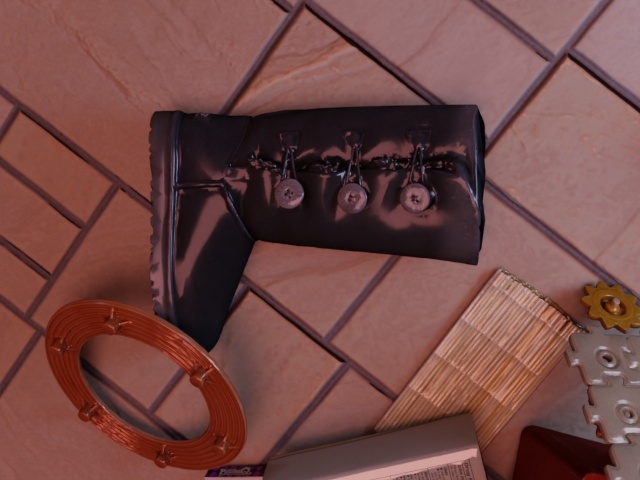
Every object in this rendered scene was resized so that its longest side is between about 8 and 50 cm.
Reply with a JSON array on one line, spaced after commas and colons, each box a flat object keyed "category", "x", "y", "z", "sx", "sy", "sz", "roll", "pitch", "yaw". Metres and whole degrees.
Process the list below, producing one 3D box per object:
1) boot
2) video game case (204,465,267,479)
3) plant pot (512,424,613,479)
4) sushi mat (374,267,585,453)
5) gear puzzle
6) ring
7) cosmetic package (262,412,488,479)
[{"category": "boot", "x": 0.000, "y": -0.002, "z": 1.160, "sx": 0.446, "sy": 0.146, "sz": 0.366, "roll": 0, "pitch": 105, "yaw": 6}, {"category": "video game case", "x": -0.063, "y": 0.461, "z": 1.319, "sx": 0.210, "sy": 0.042, "sz": 0.232, "roll": -3, "pitch": 102, "yaw": 11}, {"category": "plant pot", "x": 0.382, "y": 0.397, "z": 1.077, "sx": 0.268, "sy": 0.236, "sz": 0.267, "roll": 13, "pitch": 80, "yaw": 6}, {"category": "sushi mat", "x": 0.225, "y": 0.201, "z": 1.220, "sx": 0.151, "sy": 0.019, "sz": 0.316, "roll": 35, "pitch": 106, "yaw": 2}, {"category": "gear puzzle", "x": 0.387, "y": 0.185, "z": 1.050, "sx": 0.176, "sy": 0.338, "sz": 0.044, "roll": 4, "pitch": 136, "yaw": -11}, {"category": "ring", "x": -0.261, "y": 0.223, "z": 1.228, "sx": 0.337, "sy": 0.032, "sz": 0.336, "roll": 14, "pitch": 131, "yaw": 17}, {"category": "cosmetic package", "x": 0.085, "y": 0.366, "z": 1.200, "sx": 0.310, "sy": 0.113, "sz": 0.160, "roll": -14, "pitch": 101, "yaw": 7}]
